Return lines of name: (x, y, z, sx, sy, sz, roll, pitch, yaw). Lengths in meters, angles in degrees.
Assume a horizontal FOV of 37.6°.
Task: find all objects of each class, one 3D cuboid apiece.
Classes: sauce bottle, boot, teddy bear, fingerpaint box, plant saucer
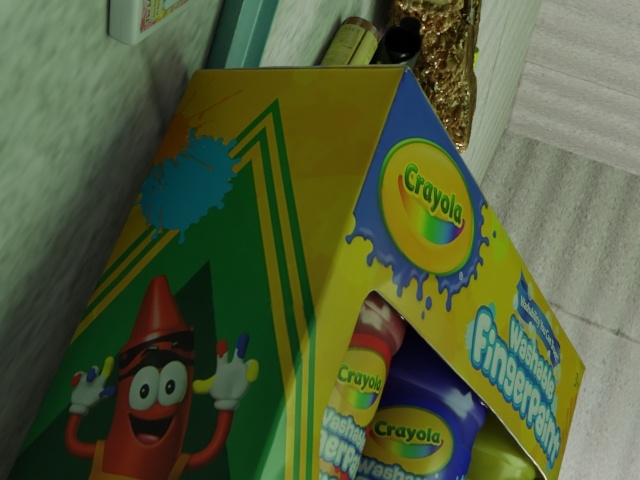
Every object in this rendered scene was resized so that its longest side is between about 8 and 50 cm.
sauce bottle: (0.012, -0.145, 0.856, 0.128, 0.042, 0.042, -61, 166, -22)
boot: (0.040, -0.113, 0.896, 0.137, 0.077, 0.197, 119, -12, -50)
teddy bear: (0.119, -0.231, 1.075, 0.338, 0.113, 0.245, 58, 43, -69)
fingerpaint box: (0.024, 0.161, 0.644, 0.445, 0.163, 0.371, 49, 55, -49)
plant saucer: (-0.044, -0.164, 0.624, 0.067, 0.018, 0.192, -31, 142, -71)

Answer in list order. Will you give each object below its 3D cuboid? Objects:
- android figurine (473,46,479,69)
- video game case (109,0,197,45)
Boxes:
android figurine: (0.188, -0.222, 1.485, 0.248, 0.056, 0.272, -54, 159, -52)
video game case: (-0.062, -0.197, 0.482, 0.143, 0.019, 0.157, -54, 162, -49)
